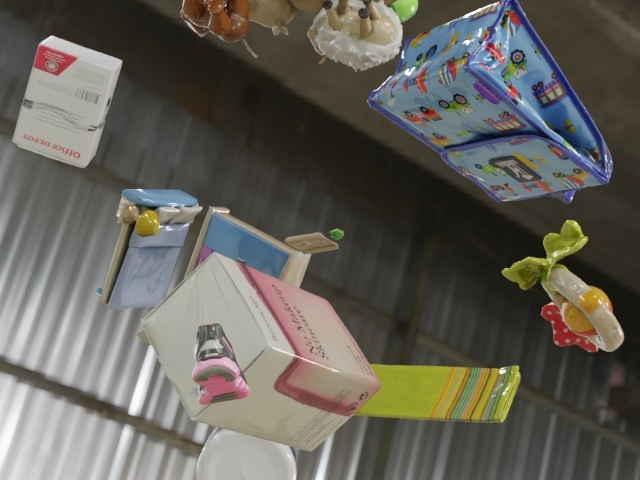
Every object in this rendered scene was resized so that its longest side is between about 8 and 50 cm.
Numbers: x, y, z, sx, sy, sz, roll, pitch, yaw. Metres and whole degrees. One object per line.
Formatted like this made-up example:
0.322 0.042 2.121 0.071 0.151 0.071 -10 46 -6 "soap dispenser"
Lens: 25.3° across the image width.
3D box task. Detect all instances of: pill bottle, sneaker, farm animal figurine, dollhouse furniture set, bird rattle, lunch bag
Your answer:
-0.114 0.355 2.268 0.153 0.153 0.264 15 -2 -1 "pill bottle"
-0.089 0.105 1.226 0.047 0.057 0.119 -11 -22 -6 "sneaker"
-0.029 -0.355 1.820 0.327 0.330 0.172 8 -29 14 "farm animal figurine"
-0.212 0.086 2.305 0.198 0.286 0.303 28 15 31 "dollhouse furniture set"
0.409 0.110 2.305 0.207 0.143 0.253 47 -13 54 "bird rattle"
0.251 -0.160 1.938 0.293 0.138 0.221 44 -29 -21 "lunch bag"

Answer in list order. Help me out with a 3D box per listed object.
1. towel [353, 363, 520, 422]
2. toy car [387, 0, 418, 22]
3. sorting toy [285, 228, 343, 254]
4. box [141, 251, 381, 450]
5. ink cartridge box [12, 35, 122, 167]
0.115 0.180 1.711 0.237 0.102 0.021 0 -62 21 "towel"
0.072 -0.427 2.123 0.225 0.239 0.053 51 -28 1 "toy car"
0.000 0.000 1.981 0.083 0.012 0.062 -10 -21 22 "sorting toy"
-0.064 0.130 1.619 0.127 0.148 0.232 -43 -34 15 "box"
-0.350 -0.192 1.975 0.109 0.150 0.063 19 21 -3 "ink cartridge box"
